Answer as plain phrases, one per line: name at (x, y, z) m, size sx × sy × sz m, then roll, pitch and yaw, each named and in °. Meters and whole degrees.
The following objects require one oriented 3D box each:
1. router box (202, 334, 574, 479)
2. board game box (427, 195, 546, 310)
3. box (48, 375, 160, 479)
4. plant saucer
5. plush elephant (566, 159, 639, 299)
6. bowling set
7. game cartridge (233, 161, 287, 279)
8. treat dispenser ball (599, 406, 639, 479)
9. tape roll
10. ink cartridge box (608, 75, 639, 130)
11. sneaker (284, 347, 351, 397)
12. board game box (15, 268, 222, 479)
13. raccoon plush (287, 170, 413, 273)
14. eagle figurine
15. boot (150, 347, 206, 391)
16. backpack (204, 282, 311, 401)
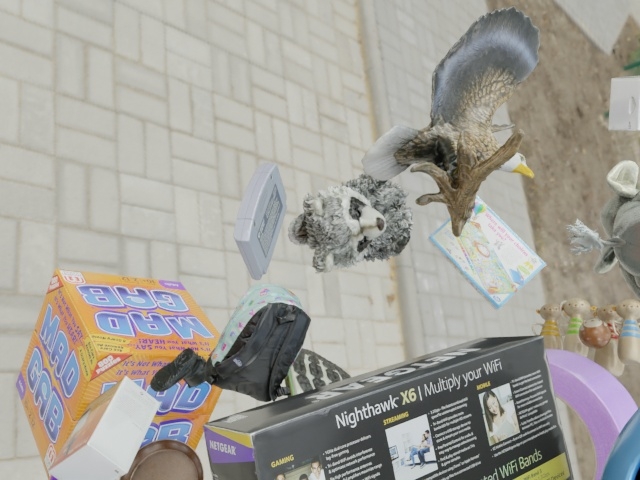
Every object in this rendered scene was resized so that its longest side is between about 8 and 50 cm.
router box at (0.079, 0.226, 0.525) m, size 0.308 × 0.081 × 0.243 m, roll -8°, pitch 86°, yaw -34°
board game box at (0.258, 0.018, 1.025) m, size 0.154 × 0.103 × 0.026 m, roll 48°, pitch -3°, yaw 11°
box at (-0.395, 0.361, 1.210) m, size 0.091 × 0.130 × 0.170 m, roll 45°, pitch 26°, yaw -17°
plant saucer at (-0.314, 0.482, 1.304) m, size 0.029 × 0.168 × 0.168 m, roll 91°, pitch 12°, yaw -55°
plush elephant at (0.684, -0.022, 1.360) m, size 0.255 × 0.330 × 0.272 m, roll -46°, pitch 144°, yaw -57°
bowling set at (0.543, 0.161, 1.235) m, size 0.200 × 0.287 × 0.154 m, roll 59°, pitch 39°, yaw -53°
game cartridge at (-0.163, -0.065, 1.814) m, size 0.198 × 0.062 × 0.297 m, roll 69°, pitch 27°, yaw -45°
treat dispenser ball at (0.339, 0.216, 0.437) m, size 0.288 × 0.288 × 0.288 m, roll 21°, pitch 61°, yaw -45°
tape roll at (0.359, 0.314, 1.029) m, size 0.090 × 0.275 × 0.275 m, roll -4°, pitch 80°, yaw -43°
ink cartridge box at (0.538, -0.234, 1.110) m, size 0.122 × 0.052 × 0.089 m, roll -16°, pitch 108°, yaw -44°
sneaker at (-0.032, 0.366, 1.223) m, size 0.158 × 0.182 × 0.410 m, roll 31°, pitch 24°, yaw -19°
board game box at (-0.494, 0.327, 1.638) m, size 0.356 × 0.356 × 0.356 m, roll 11°, pitch 111°, yaw -42°
raccoon plush at (0.000, 0.000, 1.479) m, size 0.299 × 0.446 × 0.216 m, roll -20°, pitch 82°, yaw -42°
eagle figurine at (0.207, -0.156, 0.920) m, size 0.225 × 0.226 × 0.298 m, roll 47°, pitch 40°, yaw -34°
boot at (-0.290, 0.286, 1.385) m, size 0.121 × 0.045 × 0.099 m, roll -44°, pitch 147°, yaw -12°
backpack at (-0.099, 0.163, 1.089) m, size 0.152 × 0.115 × 0.182 m, roll 22°, pitch 103°, yaw -31°
